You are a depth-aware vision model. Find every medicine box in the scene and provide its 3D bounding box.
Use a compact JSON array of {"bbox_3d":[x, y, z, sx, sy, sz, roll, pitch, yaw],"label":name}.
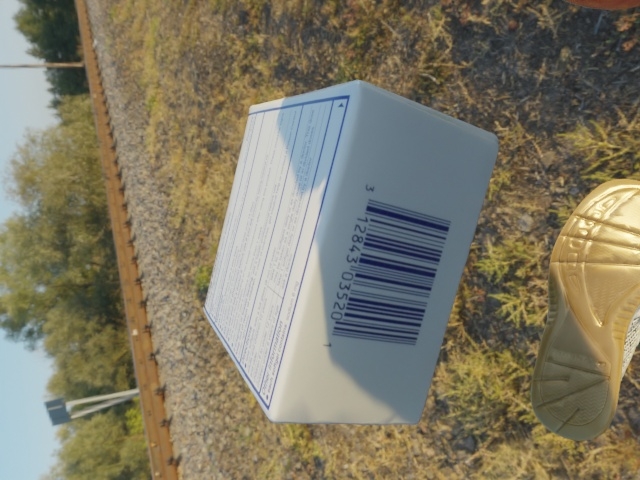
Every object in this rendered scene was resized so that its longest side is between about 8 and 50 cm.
[{"bbox_3d":[0.000,0.000,0.509,0.289,0.149,0.264,24,101,64],"label":"medicine box"}]

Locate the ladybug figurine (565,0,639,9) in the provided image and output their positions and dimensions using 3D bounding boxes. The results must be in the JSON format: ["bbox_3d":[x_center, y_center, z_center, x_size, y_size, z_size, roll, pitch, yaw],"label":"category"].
[{"bbox_3d":[0.413,-0.404,0.542,0.162,0.305,0.449,51,-171,4],"label":"ladybug figurine"}]

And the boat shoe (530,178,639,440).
[{"bbox_3d":[0.292,0.071,0.523,0.098,0.096,0.277,17,79,34],"label":"boat shoe"}]
